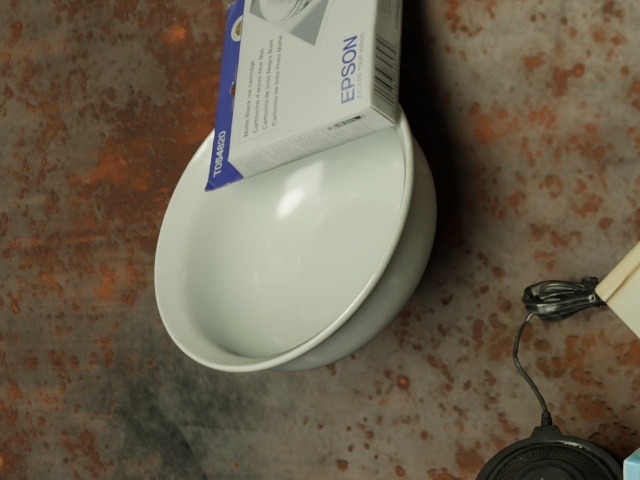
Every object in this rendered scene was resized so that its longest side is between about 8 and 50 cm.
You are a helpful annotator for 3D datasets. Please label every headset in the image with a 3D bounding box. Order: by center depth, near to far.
[{"bbox_3d":[0.225,0.225,1.213,0.185,0.243,0.394,-7,79,11],"label":"headset"}]

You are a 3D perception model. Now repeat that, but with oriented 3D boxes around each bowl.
[{"bbox_3d":[0.000,0.000,1.318,0.298,0.134,0.297,-23,53,34],"label":"bowl"}]

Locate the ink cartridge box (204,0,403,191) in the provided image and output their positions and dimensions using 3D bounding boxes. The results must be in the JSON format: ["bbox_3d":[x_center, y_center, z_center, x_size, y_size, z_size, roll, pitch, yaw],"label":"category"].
[{"bbox_3d":[-0.025,-0.172,1.310,0.224,0.045,0.223,-19,55,36],"label":"ink cartridge box"}]

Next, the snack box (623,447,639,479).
[{"bbox_3d":[0.411,0.180,1.078,0.322,0.187,0.060,4,104,34],"label":"snack box"}]

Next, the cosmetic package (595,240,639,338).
[{"bbox_3d":[0.364,-0.040,1.075,0.113,0.160,0.309,48,122,17],"label":"cosmetic package"}]
